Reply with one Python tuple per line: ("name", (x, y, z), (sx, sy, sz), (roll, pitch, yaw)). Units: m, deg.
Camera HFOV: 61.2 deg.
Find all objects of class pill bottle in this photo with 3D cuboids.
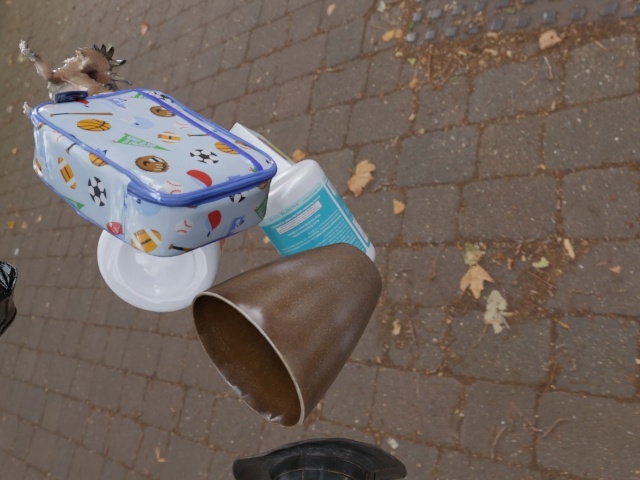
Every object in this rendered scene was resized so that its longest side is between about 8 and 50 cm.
("pill bottle", (-0.321, -0.035, 1.196), (0.229, 0.229, 0.407), (-52, 18, 15))
("pill bottle", (0.000, 0.000, 0.961), (0.146, 0.264, 0.146), (-32, 16, 10))

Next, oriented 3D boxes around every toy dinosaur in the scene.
("toy dinosaur", (-0.418, -0.255, 0.992), (0.127, 0.200, 0.295), (-39, 78, 43))

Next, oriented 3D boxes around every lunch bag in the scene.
("lunch bag", (-0.223, -0.111, 0.734), (0.303, 0.243, 0.114), (34, 127, 24))

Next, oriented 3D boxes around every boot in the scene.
("boot", (-0.750, 0.181, 1.172), (0.207, 0.094, 0.246), (-56, 10, 46))

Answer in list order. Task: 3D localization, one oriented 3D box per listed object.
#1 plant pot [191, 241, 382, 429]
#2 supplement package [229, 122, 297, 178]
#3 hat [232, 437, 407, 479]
("plant pot", (-0.023, 0.105, 0.767), (0.215, 0.230, 0.215), (30, 138, 31))
("supplement package", (-0.113, -0.131, 1.217), (0.244, 0.139, 0.133), (39, 99, 9))
("hat", (0.005, 0.455, 0.926), (0.331, 0.331, 0.133), (-33, 42, 31))
